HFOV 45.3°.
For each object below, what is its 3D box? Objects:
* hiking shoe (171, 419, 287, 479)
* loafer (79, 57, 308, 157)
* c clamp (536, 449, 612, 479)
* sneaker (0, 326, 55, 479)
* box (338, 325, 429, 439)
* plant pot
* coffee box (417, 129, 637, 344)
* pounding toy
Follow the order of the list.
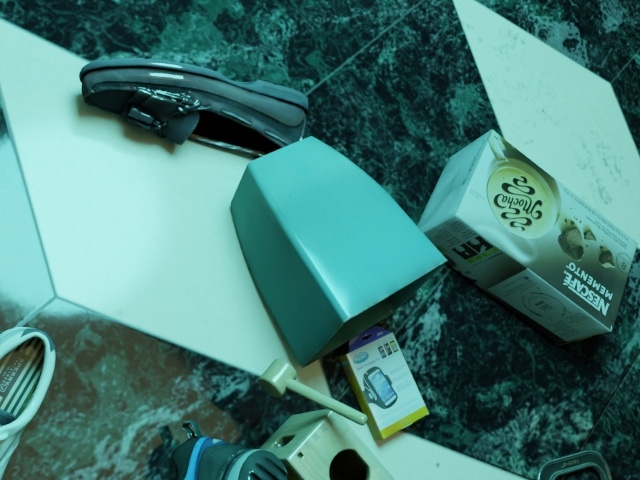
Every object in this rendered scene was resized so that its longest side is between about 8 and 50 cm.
[{"bbox_3d":[-0.130,0.361,0.828,0.113,0.132,0.304,25,80,-54],"label":"hiking shoe"},{"bbox_3d":[-0.150,-0.159,0.975,0.303,0.109,0.095,4,76,-28],"label":"loafer"},{"bbox_3d":[0.369,0.380,1.111,0.161,0.022,0.137,-12,75,-27],"label":"c clamp"},{"bbox_3d":[-0.349,0.198,0.766,0.094,0.091,0.258,26,64,-17],"label":"sneaker"},{"bbox_3d":[0.081,0.186,1.023,0.081,0.028,0.136,-20,81,-30],"label":"box"},{"bbox_3d":[0.000,0.000,0.964,0.165,0.165,0.234,-27,75,-31],"label":"plant pot"},{"bbox_3d":[0.306,0.001,1.139,0.297,0.119,0.168,36,61,-12],"label":"coffee box"},{"bbox_3d":[-0.014,0.240,0.868,0.094,0.181,0.206,-42,95,-30],"label":"pounding toy"}]
